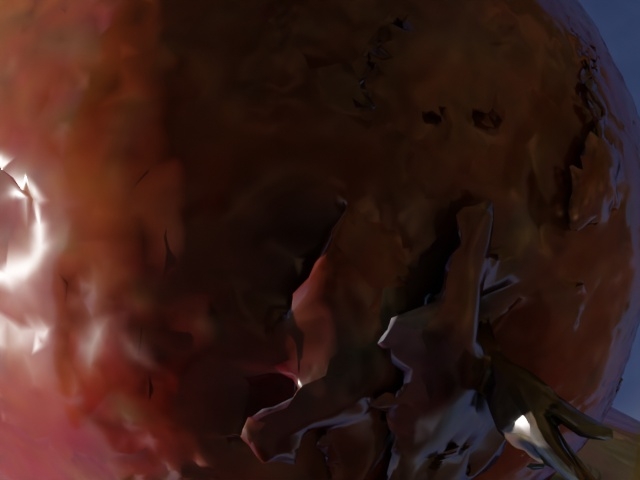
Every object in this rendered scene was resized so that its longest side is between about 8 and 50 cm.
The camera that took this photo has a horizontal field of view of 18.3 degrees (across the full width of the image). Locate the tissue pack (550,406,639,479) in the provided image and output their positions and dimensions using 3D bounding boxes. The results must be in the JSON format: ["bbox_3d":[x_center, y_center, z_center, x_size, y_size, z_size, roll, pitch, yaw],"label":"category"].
[{"bbox_3d":[0.050,0.153,0.944,0.257,0.123,0.215,28,-109,-19],"label":"tissue pack"}]

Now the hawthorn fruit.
[{"bbox_3d":[0.000,0.000,0.675,0.276,0.307,0.276,-13,-66,-30],"label":"hawthorn fruit"}]
